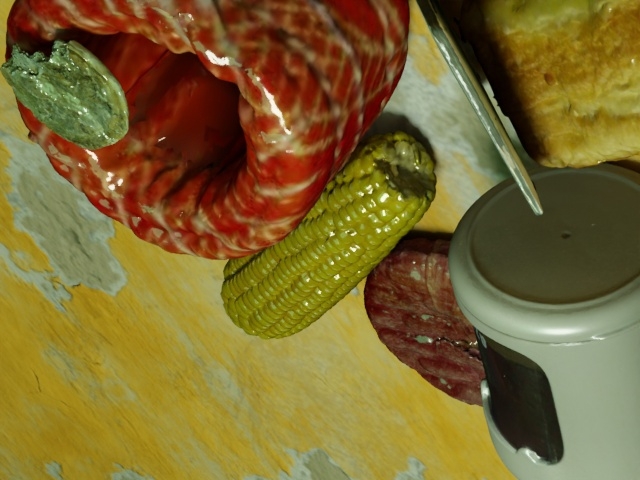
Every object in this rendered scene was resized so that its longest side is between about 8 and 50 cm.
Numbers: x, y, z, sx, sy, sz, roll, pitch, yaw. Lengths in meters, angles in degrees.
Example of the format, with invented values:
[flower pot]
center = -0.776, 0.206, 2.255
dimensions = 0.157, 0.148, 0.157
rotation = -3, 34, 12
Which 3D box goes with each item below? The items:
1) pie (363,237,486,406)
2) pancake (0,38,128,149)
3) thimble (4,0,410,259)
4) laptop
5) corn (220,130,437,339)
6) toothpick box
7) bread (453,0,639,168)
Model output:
[pie]
center = 0.139, 0.082, 1.845
dimensions = 0.204, 0.054, 0.218
rotation = 23, 145, 20
[pancake]
center = -0.217, -0.124, 1.547
dimensions = 0.129, 0.022, 0.116
rotation = 4, 138, 39
[thimble]
center = -0.106, -0.170, 1.618
dimensions = 0.350, 0.230, 0.350
rotation = 23, 144, 18
[laptop]
center = 0.113, -0.146, 1.471
dimensions = 0.015, 0.269, 0.187
rotation = -28, 117, 7
[corn]
center = 0.000, 0.000, 1.820
dimensions = 0.120, 0.120, 0.363
rotation = 40, 142, -3
[toothpick box]
center = 0.251, 0.100, 1.646
dimensions = 0.229, 0.229, 0.316
rotation = 15, 141, 30
[bread]
center = 0.262, -0.164, 1.342
dimensions = 0.344, 0.149, 0.195
rotation = -3, 116, 60
